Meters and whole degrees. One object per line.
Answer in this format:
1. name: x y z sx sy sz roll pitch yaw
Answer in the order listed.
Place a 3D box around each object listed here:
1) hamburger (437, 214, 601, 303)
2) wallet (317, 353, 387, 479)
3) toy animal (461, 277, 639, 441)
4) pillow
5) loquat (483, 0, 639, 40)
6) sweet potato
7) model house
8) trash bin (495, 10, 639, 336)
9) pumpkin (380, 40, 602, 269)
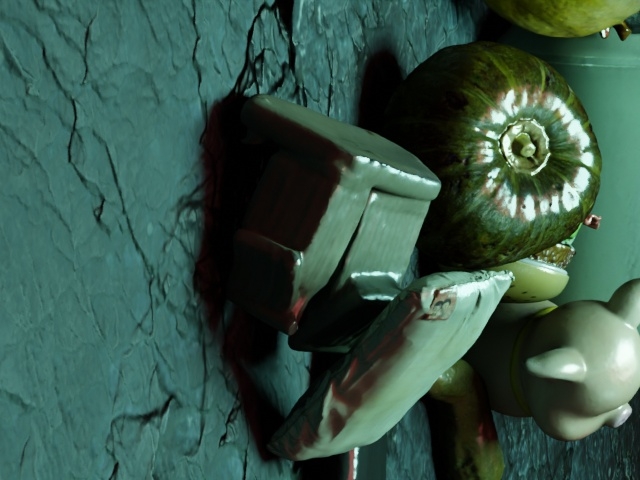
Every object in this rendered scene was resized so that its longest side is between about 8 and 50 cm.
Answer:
1. hamburger: 0.188 -0.005 1.918 0.175 0.175 0.136 22 85 -69
2. wallet: 0.028 0.210 1.650 0.149 0.044 0.250 30 62 -72
3. toy animal: 0.241 0.123 1.965 0.149 0.248 0.165 48 66 -16
4. pillow: 0.053 0.099 1.488 0.128 0.229 0.051 -8 57 -45
5. loquat: 0.247 -0.315 1.936 0.193 0.238 0.238 -62 149 -28
6. sweet potato: 0.142 0.179 1.937 0.233 0.062 0.081 68 31 -42
7. model house: 0.007 -0.003 1.475 0.229 0.122 0.188 13 92 -56
8. trash bin: 0.334 -0.071 2.139 0.280 0.280 0.432 -30 122 -67
9. pumpkin: 0.146 -0.079 1.765 0.162 0.219 0.219 -177 -93 -65
